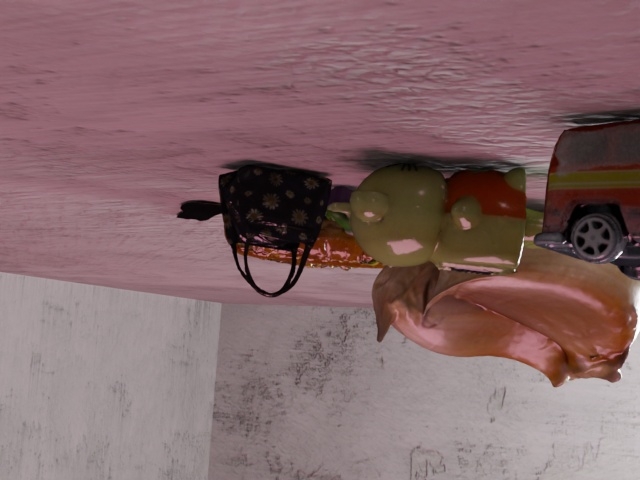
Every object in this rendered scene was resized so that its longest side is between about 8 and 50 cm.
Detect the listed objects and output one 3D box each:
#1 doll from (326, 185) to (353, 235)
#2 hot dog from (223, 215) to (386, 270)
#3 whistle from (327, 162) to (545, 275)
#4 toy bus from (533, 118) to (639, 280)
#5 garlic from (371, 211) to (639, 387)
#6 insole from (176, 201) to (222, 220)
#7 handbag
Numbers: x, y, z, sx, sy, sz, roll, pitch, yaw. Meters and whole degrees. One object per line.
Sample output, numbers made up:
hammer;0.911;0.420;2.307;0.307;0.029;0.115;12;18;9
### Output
doll;0.090;-0.033;1.242;0.190;0.050;0.115;-2;167;28
hot dog;0.000;0.000;1.491;0.269;0.072;0.115;6;165;-10
whistle;0.150;-0.020;1.064;0.288;0.106;0.131;5;171;2
toy bus;0.302;-0.034;0.796;0.265;0.120;0.121;-1;172;36
garlic;0.242;0.069;1.350;0.313;0.249;0.286;26;-175;-12
insole;-0.170;-0.040;1.504;0.064;0.004;0.188;6;173;-14
handbag;-0.049;-0.008;1.145;0.115;0.139;0.072;9;164;-29
